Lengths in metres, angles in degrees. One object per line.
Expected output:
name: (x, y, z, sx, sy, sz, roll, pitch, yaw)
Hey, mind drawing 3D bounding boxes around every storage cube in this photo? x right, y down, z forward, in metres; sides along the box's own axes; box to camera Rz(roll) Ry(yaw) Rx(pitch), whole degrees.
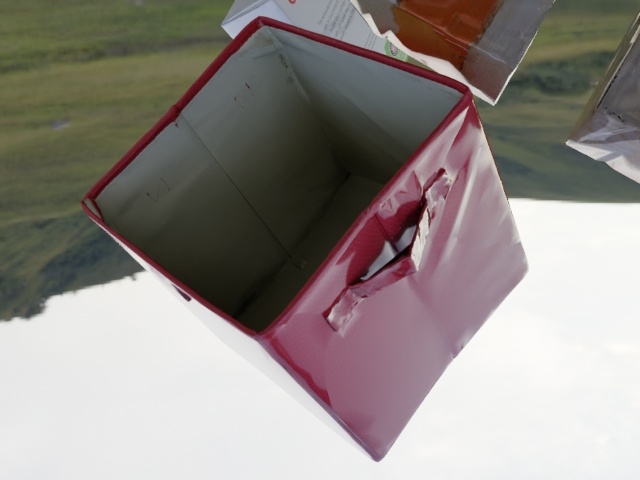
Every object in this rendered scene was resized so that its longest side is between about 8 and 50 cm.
storage cube: (0.000, 0.000, 0.540, 0.215, 0.193, 0.184, 30, -106, 38)

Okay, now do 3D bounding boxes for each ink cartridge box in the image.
ink cartridge box: (0.002, -0.249, 0.988, 0.092, 0.219, 0.160, -15, -138, 40)

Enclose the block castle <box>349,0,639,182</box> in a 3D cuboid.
block castle: (0.185, -0.187, 0.372, 0.453, 0.213, 0.303, 30, 171, 5)
